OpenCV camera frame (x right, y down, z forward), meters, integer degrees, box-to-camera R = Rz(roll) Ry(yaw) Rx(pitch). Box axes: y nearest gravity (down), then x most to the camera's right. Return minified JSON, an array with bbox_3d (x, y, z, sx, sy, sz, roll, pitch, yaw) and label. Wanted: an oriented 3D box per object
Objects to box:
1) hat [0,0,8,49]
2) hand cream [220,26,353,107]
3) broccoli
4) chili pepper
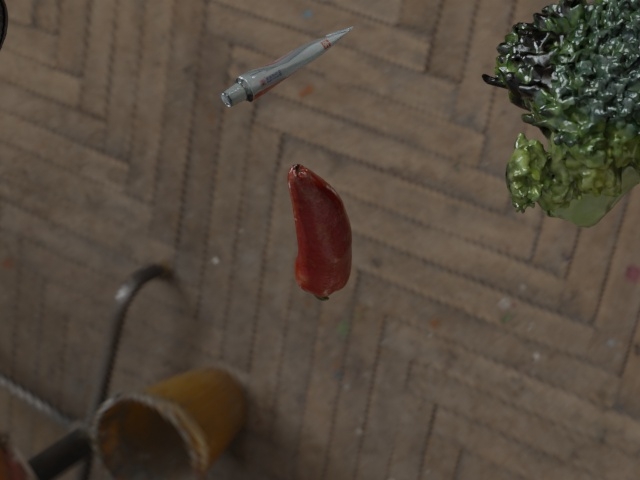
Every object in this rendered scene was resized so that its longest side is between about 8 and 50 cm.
[{"bbox_3d":[-0.465,-0.240,1.764,0.082,0.193,0.193,39,124,19],"label":"hat"},{"bbox_3d":[-0.049,-0.238,2.035,0.052,0.216,0.038,32,143,39],"label":"hand cream"},{"bbox_3d":[0.359,-0.142,1.829,0.347,0.293,0.281,13,131,-18],"label":"broccoli"},{"bbox_3d":[0.000,0.000,1.634,0.063,0.071,0.272,49,161,28],"label":"chili pepper"}]
